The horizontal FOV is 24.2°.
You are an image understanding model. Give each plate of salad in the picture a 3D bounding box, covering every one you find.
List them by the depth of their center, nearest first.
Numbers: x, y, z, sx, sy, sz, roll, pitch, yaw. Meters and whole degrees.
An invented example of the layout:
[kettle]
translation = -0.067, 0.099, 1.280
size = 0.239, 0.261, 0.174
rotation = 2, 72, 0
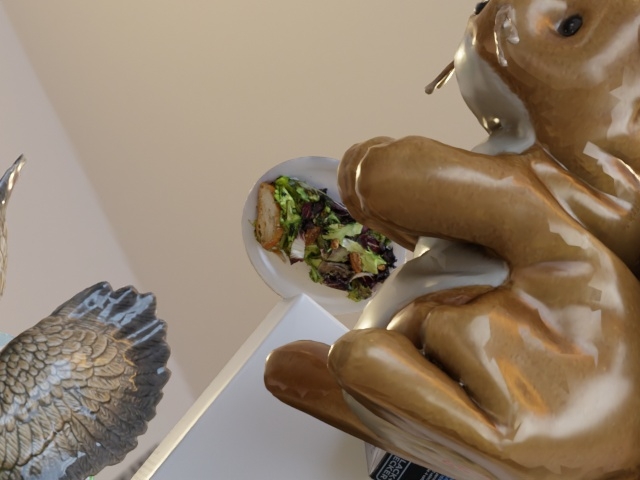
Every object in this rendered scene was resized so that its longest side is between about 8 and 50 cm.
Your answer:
[plate of salad]
translation = 0.000, 0.000, 1.713
size = 0.200, 0.048, 0.199
rotation = 7, -65, 15

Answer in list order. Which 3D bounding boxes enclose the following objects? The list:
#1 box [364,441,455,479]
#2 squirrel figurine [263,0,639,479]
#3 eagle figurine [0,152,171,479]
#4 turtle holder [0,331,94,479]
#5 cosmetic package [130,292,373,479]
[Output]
[box]
translation = 0.184, 0.222, 1.415
size = 0.290, 0.169, 0.087
rotation = 31, -75, -10
[squirrel figurine]
translation = 0.202, 0.010, 1.086
size = 0.397, 0.370, 0.281
rotation = 26, -12, -1
[eagle figurine]
translation = -0.269, 0.107, 1.080
size = 0.298, 0.226, 0.225
rotation = -32, -93, 1
[turtle holder]
translation = -0.343, 0.186, 1.443
size = 0.243, 0.227, 0.320
rotation = 65, -25, 10
[cosmetic package]
translation = -0.072, 0.252, 1.524
size = 0.197, 0.365, 0.155
rotation = 42, -13, -5
